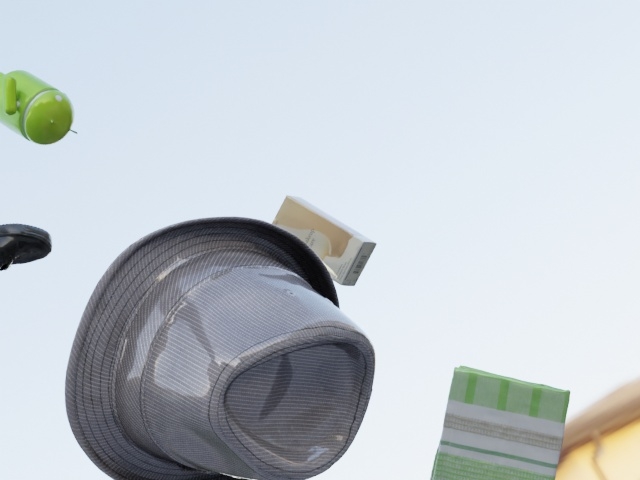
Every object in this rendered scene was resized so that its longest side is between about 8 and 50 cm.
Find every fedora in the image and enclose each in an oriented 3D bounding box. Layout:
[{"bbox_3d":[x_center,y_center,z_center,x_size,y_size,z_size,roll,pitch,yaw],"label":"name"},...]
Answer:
[{"bbox_3d":[-0.055,0.111,1.047,0.275,0.124,0.244,23,-91,-48],"label":"fedora"}]

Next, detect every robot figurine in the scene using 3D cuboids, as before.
[{"bbox_3d":[-0.324,-0.148,1.458,0.101,0.115,0.067,18,-79,-61],"label":"robot figurine"}]

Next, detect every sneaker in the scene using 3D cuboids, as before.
[{"bbox_3d":[-0.324,0.032,1.165,0.170,0.089,0.051,2,-31,-22],"label":"sneaker"}]

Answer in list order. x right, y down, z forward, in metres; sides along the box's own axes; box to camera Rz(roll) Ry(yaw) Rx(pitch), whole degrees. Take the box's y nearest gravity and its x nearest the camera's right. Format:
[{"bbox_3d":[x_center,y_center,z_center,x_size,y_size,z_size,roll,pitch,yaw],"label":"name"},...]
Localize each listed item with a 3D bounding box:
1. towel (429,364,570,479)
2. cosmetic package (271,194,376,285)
[{"bbox_3d":[0.163,0.199,1.205,0.113,0.152,0.023,12,7,9],"label":"towel"},{"bbox_3d":[0.000,0.000,1.496,0.060,0.115,0.041,-64,-24,8],"label":"cosmetic package"}]
